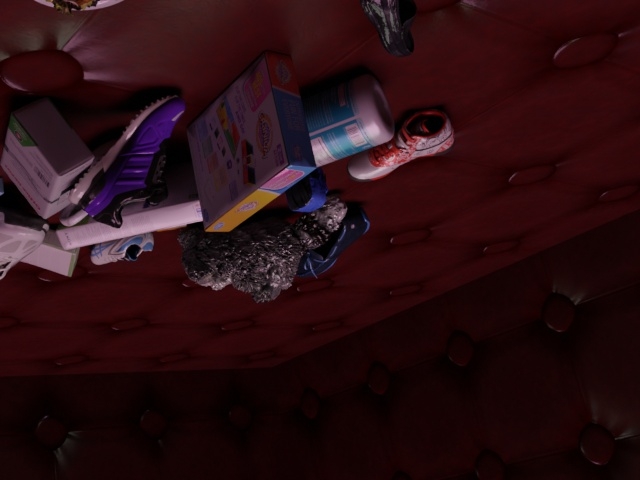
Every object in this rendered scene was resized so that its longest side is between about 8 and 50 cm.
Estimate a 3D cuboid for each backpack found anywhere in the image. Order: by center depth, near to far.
[{"bbox_3d":[-0.031,-0.131,2.112,0.101,0.120,0.098,6,154,-43],"label":"backpack"}]

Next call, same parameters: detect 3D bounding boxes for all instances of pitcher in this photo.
[{"bbox_3d":[-0.454,-0.120,1.806,0.207,0.177,0.125,-18,137,23],"label":"pitcher"}]

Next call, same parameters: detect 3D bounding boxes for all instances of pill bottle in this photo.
[{"bbox_3d":[0.010,-0.236,1.787,0.264,0.146,0.146,-18,161,20],"label":"pill bottle"}]

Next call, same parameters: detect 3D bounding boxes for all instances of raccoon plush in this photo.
[{"bbox_3d":[-0.184,-0.024,2.335,0.446,0.216,0.299,-50,141,15],"label":"raccoon plush"}]

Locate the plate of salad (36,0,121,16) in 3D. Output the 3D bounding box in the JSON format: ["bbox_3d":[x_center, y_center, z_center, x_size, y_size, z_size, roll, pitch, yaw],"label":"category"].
[{"bbox_3d":[-0.353,-0.391,1.264,0.200,0.048,0.200,-11,162,-4],"label":"plate of salad"}]

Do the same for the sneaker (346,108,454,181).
[{"bbox_3d":[0.180,-0.228,2.008,0.270,0.090,0.145,-17,160,6],"label":"sneaker"}]

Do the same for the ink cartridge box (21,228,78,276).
[{"bbox_3d":[-0.746,0.013,2.218,0.235,0.056,0.171,19,153,-12],"label":"ink cartridge box"}]

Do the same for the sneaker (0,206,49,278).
[{"bbox_3d":[-0.776,0.092,2.020,0.169,0.257,0.447,18,154,-35],"label":"sneaker"}]

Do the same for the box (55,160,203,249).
[{"bbox_3d":[-0.402,-0.085,1.898,0.322,0.232,0.058,-11,118,2],"label":"box"}]

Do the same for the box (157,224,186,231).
[{"bbox_3d":[-0.394,-0.063,2.243,0.081,0.028,0.136,-8,159,-9],"label":"box"}]

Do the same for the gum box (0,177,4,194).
[{"bbox_3d":[-0.808,-0.104,1.848,0.157,0.041,0.184,-25,158,36],"label":"gum box"}]

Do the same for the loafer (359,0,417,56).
[{"bbox_3d":[0.134,-0.391,1.510,0.078,0.076,0.223,-10,160,19],"label":"loafer"}]

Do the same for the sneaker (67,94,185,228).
[{"bbox_3d":[-0.340,-0.144,1.672,0.293,0.146,0.102,-49,-176,-5],"label":"sneaker"}]

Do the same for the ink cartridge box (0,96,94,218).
[{"bbox_3d":[-0.533,-0.156,1.663,0.087,0.153,0.208,-37,178,-34],"label":"ink cartridge box"}]

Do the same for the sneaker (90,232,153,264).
[{"bbox_3d":[-0.544,0.027,2.329,0.237,0.086,0.085,-23,160,35],"label":"sneaker"}]

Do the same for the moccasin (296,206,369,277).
[{"bbox_3d":[0.000,0.000,2.532,0.117,0.137,0.342,-13,154,-44],"label":"moccasin"}]

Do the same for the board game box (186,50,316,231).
[{"bbox_3d":[-0.146,-0.185,1.692,0.064,0.242,0.316,2,158,-38],"label":"board game box"}]
